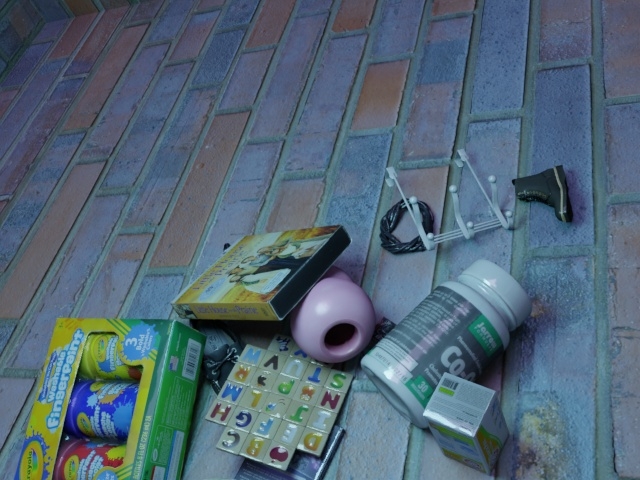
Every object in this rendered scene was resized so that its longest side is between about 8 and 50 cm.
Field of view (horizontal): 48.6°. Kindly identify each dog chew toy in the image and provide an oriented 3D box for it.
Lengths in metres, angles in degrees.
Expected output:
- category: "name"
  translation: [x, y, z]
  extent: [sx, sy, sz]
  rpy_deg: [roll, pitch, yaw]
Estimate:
- category: "dog chew toy"
  translation: [0.008, 0.154, 1.761]
  extent: [0.207, 0.206, 0.332]
  rpy_deg: [-29, 30, -1]

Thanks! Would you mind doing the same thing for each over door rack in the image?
- category: "over door rack"
  translation: [0.331, -0.130, 1.876]
  extent: [0.240, 0.108, 0.324]
  rpy_deg: [-15, 45, -9]

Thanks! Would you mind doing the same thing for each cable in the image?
- category: "cable"
  translation: [0.233, -0.039, 1.931]
  extent: [0.151, 0.047, 0.184]
  rpy_deg: [-15, 49, 20]

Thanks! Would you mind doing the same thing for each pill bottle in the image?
- category: "pill bottle"
  translation: [0.281, 0.219, 1.564]
  extent: [0.361, 0.204, 0.204]
  rpy_deg: [-42, 47, -12]

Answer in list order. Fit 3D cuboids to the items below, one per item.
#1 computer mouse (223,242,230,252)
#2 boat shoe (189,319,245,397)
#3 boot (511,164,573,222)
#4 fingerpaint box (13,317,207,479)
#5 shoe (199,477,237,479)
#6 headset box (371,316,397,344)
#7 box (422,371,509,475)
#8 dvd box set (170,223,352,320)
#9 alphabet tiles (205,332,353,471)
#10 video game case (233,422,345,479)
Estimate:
- category: "computer mouse"
  translation: [-0.198, 0.029, 2.069]
  extent: [0.193, 0.042, 0.106]
  rpy_deg: [-16, 46, 12]
- category: "boat shoe"
  translation: [-0.253, 0.296, 1.812]
  extent: [0.127, 0.113, 0.340]
  rpy_deg: [-29, 45, -2]
- category: "boot"
  translation: [0.565, -0.105, 1.814]
  extent: [0.137, 0.076, 0.198]
  rpy_deg: [-13, 34, 21]
- category: "fingerpaint box"
  translation: [-0.509, 0.418, 1.719]
  extent: [0.371, 0.163, 0.444]
  rpy_deg: [-2, 67, 24]
- category: "shoe"
  translation: [-0.242, 0.561, 1.587]
  extent: [0.219, 0.058, 0.076]
  rpy_deg: [-15, 40, 35]
- category: "headset box"
  translation: [0.163, 0.230, 1.731]
  extent: [0.062, 0.032, 0.083]
  rpy_deg: [-46, 47, -17]
- category: "box"
  translation: [0.297, 0.371, 1.425]
  extent: [0.114, 0.203, 0.103]
  rpy_deg: [17, 61, 33]
- category: "dvd box set"
  translation: [-0.157, 0.082, 1.797]
  extent: [0.420, 0.062, 0.307]
  rpy_deg: [-5, 32, 48]
- category: "alphabet tiles"
  translation: [-0.093, 0.368, 1.668]
  extent: [0.285, 0.011, 0.342]
  rpy_deg: [14, 47, 16]
- category: "video game case"
  translation: [-0.087, 0.519, 1.603]
  extent: [0.196, 0.026, 0.274]
  rpy_deg: [11, 56, 32]
